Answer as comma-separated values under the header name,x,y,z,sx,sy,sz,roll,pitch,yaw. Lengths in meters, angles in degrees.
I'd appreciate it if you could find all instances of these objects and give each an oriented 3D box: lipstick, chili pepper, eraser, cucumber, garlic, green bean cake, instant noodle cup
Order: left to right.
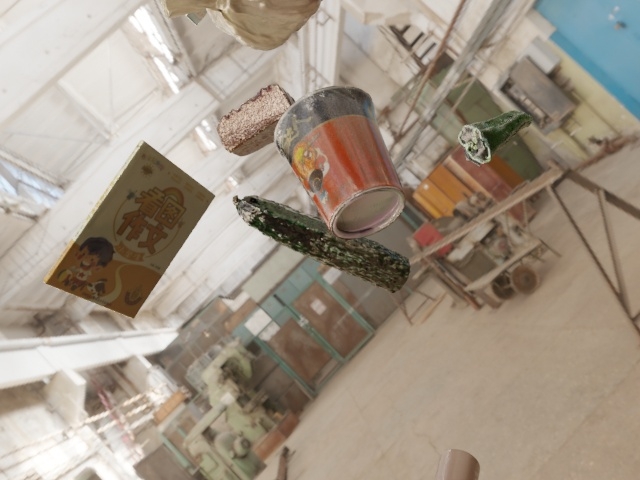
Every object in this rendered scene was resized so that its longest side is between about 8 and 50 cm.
name,x,y,z,sx,sy,sz,roll,pitch,yaw
eraser,-0.307,-0.597,1.443,0.083,0.038,0.019,-51,38,1
garlic,-0.121,-0.356,0.778,0.212,0.218,0.218,-36,-9,-32
green bean cake,-0.170,-0.326,1.546,0.232,0.097,0.198,-25,-6,13
cucumber,0.000,0.000,0.861,0.068,0.293,0.068,-59,16,28
instant noodle cup,0.027,-0.079,0.618,0.127,0.136,0.127,-17,-30,-10
lipstick,0.193,0.446,0.870,0.070,0.070,0.254,-50,2,38
chili pepper,0.378,-0.224,1.162,0.226,0.088,0.059,-27,1,-36

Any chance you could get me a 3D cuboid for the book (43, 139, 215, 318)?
name,x,y,z,sx,sy,sz,roll,pitch,yaw
book,-0.341,-0.011,1.043,0.295,0.020,0.208,-58,-37,-6
